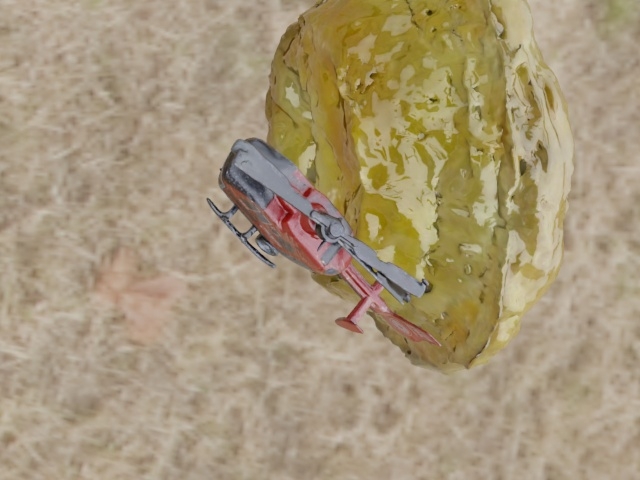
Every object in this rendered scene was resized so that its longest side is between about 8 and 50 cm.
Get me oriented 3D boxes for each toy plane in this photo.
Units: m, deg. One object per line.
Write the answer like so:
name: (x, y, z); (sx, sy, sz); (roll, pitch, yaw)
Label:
toy plane: (0.000, 0.000, 0.668); (0.145, 0.060, 0.037); (47, 72, -28)

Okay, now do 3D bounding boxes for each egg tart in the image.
egg tart: (0.048, -0.062, 1.052); (0.129, 0.341, 0.341); (-8, 99, -22)
